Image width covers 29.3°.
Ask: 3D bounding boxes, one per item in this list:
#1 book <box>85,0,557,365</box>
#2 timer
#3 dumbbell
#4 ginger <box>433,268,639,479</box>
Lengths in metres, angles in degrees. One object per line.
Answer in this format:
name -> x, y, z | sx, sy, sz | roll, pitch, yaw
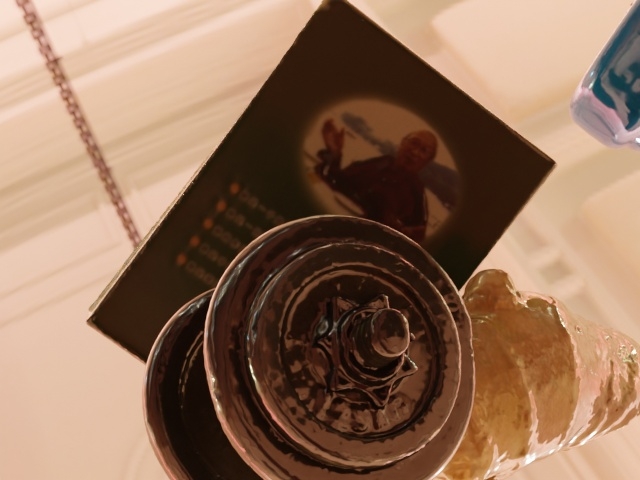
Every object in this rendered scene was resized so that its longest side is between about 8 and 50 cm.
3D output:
book -> 0.000, 0.000, 1.099 | 0.371, 0.260, 0.043 | -52, -172, 5
timer -> 0.379, -0.240, 1.151 | 0.115, 0.340, 0.309 | 39, -144, 10
dumbbell -> -0.012, 0.097, 0.841 | 0.192, 0.290, 0.192 | 8, -112, -21
ginger -> 0.180, 0.122, 1.053 | 0.126, 0.354, 0.190 | -5, -97, 39
